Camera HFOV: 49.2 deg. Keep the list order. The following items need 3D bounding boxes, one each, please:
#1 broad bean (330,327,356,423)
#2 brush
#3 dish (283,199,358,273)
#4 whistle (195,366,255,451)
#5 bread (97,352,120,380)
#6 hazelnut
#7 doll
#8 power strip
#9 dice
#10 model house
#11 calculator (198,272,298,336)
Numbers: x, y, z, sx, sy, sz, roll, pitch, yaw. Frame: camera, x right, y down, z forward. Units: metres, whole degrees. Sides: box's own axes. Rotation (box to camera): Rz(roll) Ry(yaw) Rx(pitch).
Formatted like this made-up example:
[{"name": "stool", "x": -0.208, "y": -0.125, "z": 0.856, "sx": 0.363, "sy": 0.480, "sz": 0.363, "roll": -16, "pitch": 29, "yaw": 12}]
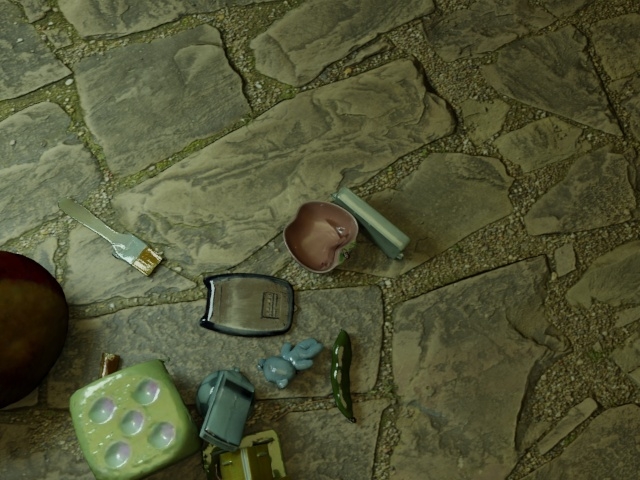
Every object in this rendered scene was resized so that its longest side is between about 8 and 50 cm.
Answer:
[{"name": "broad bean", "x": 0.058, "y": 0.363, "z": 1.879, "sx": 0.065, "sy": 0.046, "sz": 0.254, "roll": 0, "pitch": 75, "yaw": -13}, {"name": "brush", "x": -0.589, "y": -0.020, "z": 1.936, "sx": 0.337, "sy": 0.020, "sz": 0.085, "roll": 35, "pitch": 73, "yaw": 6}, {"name": "dish", "x": 0.000, "y": 0.000, "z": 1.959, "sx": 0.214, "sy": 0.090, "sz": 0.213, "roll": 1, "pitch": 72, "yaw": -4}, {"name": "whistle", "x": -0.245, "y": 0.423, "z": 1.749, "sx": 0.164, "sy": 0.163, "sz": 0.289, "roll": 15, "pitch": 35, "yaw": -2}, {"name": "bread", "x": -0.553, "y": 0.336, "z": 1.825, "sx": 0.047, "sy": 0.036, "sz": 0.083, "roll": 9, "pitch": 71, "yaw": -12}, {"name": "hazelnut", "x": -0.816, "y": 0.223, "z": 1.657, "sx": 0.402, "sy": 0.402, "sz": 0.429, "roll": 40, "pitch": 42, "yaw": 6}, {"name": "doll", "x": -0.074, "y": 0.329, "z": 1.871, "sx": 0.180, "sy": 0.075, "sz": 0.120, "roll": -24, "pitch": 37, "yaw": -32}, {"name": "power strip", "x": 0.139, "y": -0.049, "z": 1.972, "sx": 0.270, "sy": 0.118, "sz": 0.046, "roll": 40, "pitch": 74, "yaw": 6}, {"name": "dice", "x": -0.441, "y": 0.445, "z": 1.694, "sx": 0.255, "sy": 0.252, "sz": 0.249, "roll": -22, "pitch": 78, "yaw": -14}, {"name": "model house", "x": -0.100, "y": 0.600, "z": 1.646, "sx": 0.340, "sy": 0.323, "sz": 0.300, "roll": -10, "pitch": 76, "yaw": -9}, {"name": "calculator", "x": -0.194, "y": 0.176, "z": 1.915, "sx": 0.268, "sy": 0.040, "sz": 0.177, "roll": 4, "pitch": 75, "yaw": -10}]
